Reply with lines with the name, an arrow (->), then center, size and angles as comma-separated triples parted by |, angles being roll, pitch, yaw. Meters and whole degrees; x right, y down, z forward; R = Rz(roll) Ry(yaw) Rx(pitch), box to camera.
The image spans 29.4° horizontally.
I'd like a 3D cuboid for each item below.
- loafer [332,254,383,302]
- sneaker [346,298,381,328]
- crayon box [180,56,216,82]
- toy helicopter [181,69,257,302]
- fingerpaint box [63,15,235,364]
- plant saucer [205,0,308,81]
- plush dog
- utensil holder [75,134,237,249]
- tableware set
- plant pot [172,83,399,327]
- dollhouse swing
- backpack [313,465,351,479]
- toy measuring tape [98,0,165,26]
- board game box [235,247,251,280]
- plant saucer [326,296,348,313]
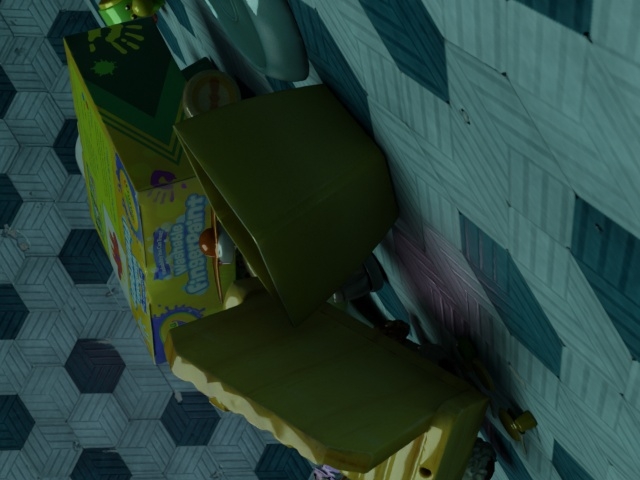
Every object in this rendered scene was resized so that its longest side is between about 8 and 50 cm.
loafer -> 0.000, 0.000, 1.909 | 0.267, 0.084, 0.096 | 49, 161, 46
sneaker -> 0.091, 0.198, 2.122 | 0.182, 0.158, 0.410 | 15, -149, -54
crayon box -> -0.145, -0.154, 2.228 | 0.323, 0.083, 0.203 | 56, 172, 17
toy helicopter -> -0.096, -0.070, 1.704 | 0.355, 0.235, 0.140 | 59, 172, -4
fingerpaint box -> -0.274, -0.078, 2.025 | 0.445, 0.163, 0.371 | 93, 154, -49
plant saucer -> -0.117, -0.331, 1.544 | 0.317, 0.043, 0.317 | 56, 171, 14
plush dog -> 0.129, 0.244, 1.810 | 0.225, 0.210, 0.262 | -84, -28, -59
utensil holder -> -0.338, -0.111, 2.725 | 0.385, 0.327, 0.327 | 56, 172, 31
tableware set -> 0.221, 0.189, 1.533 | 0.154, 0.024, 0.104 | 52, 167, 44
plant pot -> -0.026, -0.063, 1.480 | 0.212, 0.187, 0.212 | 53, 171, 33
dollhouse swing -> -0.023, 0.243, 1.533 | 0.347, 0.305, 0.315 | 29, 128, 22
backpack -> 0.127, 0.479, 2.451 | 0.263, 0.276, 0.213 | -159, 51, -72
toy measuring tape -> -0.390, -0.470, 2.414 | 0.121, 0.121, 0.330 | 61, 171, -23
board game box -> -0.063, 0.040, 2.067 | 0.039, 0.211, 0.160 | 7, -138, -56
plant saucer -> -0.056, 0.091, 2.110 | 0.037, 0.241, 0.241 | 16, -149, -51
